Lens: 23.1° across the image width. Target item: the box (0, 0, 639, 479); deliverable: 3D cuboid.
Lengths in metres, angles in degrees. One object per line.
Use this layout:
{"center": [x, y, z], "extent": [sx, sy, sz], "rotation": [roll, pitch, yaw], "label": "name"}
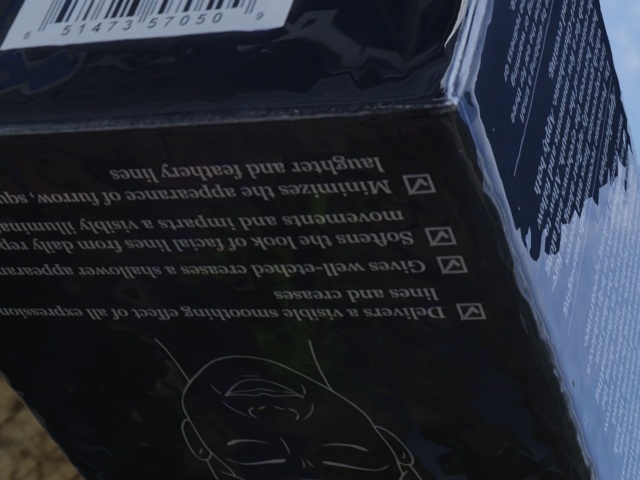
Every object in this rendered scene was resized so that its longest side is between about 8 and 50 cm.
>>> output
{"center": [0.000, 0.000, 0.800], "extent": [0.293, 0.212, 0.395], "rotation": [-1, -40, 22], "label": "box"}
